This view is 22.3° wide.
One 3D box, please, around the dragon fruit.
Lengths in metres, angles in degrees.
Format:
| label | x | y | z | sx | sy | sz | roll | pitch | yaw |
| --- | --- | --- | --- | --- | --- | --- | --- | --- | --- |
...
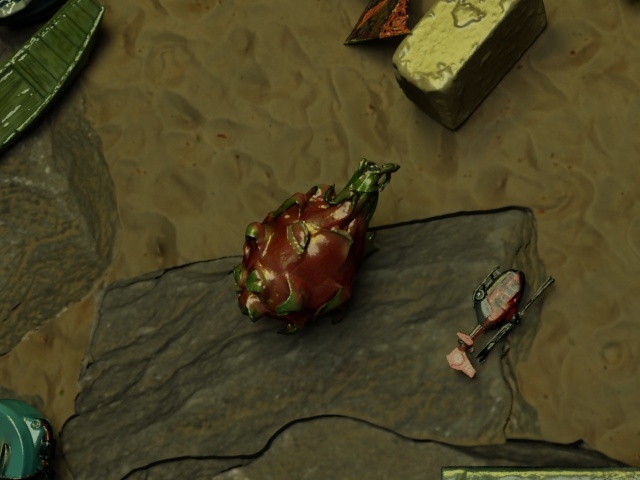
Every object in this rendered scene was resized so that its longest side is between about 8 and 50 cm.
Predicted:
| label | x | y | z | sx | sy | sz | roll | pitch | yaw |
| --- | --- | --- | --- | --- | --- | --- | --- | --- | --- |
| dragon fruit | 0.002 | 0.002 | 1.778 | 0.135 | 0.137 | 0.236 | 42 | 89 | 10 |

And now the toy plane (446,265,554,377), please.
| label | x | y | z | sx | sy | sz | roll | pitch | yaw |
| --- | --- | --- | --- | --- | --- | --- | --- | --- | --- |
| toy plane | 0.185 | 0.081 | 1.748 | 0.060 | 0.037 | 0.145 | 38 | 82 | 15 |

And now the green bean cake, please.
| label | x | y | z | sx | sy | sz | roll | pitch | yaw |
| --- | --- | --- | --- | --- | --- | --- | --- | --- | --- |
| green bean cake | 0.167 | -0.224 | 1.819 | 0.085 | 0.109 | 0.179 | 39 | 87 | 25 |

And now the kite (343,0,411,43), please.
| label | x | y | z | sx | sy | sz | roll | pitch | yaw |
| --- | --- | --- | --- | --- | --- | --- | --- | --- | --- |
| kite | 0.067 | -0.267 | 1.892 | 0.125 | 0.008 | 0.222 | -42 | 25 | 32 |

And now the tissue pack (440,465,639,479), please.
| label | x | y | z | sx | sy | sz | roll | pitch | yaw |
| --- | --- | --- | --- | --- | --- | --- | --- | --- | --- |
| tissue pack | 0.238 | 0.315 | 1.629 | 0.236 | 0.073 | 0.173 | -1 | 72 | 17 |

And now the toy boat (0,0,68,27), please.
| label | x | y | z | sx | sy | sz | roll | pitch | yaw |
| --- | --- | --- | --- | --- | --- | --- | --- | --- | --- |
| toy boat | -0.327 | -0.388 | 2.014 | 0.129 | 0.142 | 0.309 | 40 | 87 | 27 |

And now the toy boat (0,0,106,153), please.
| label | x | y | z | sx | sy | sz | roll | pitch | yaw |
| --- | --- | --- | --- | --- | --- | --- | --- | --- | --- |
| toy boat | -0.368 | -0.185 | 2.004 | 0.293 | 0.055 | 0.093 | -46 | 64 | -1 |

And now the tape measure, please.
| label | x | y | z | sx | sy | sz | roll | pitch | yaw |
| --- | --- | --- | --- | --- | --- | --- | --- | --- | --- |
| tape measure | -0.362 | 0.243 | 1.837 | 0.146 | 0.081 | 0.125 | 11 | 93 | 24 |
